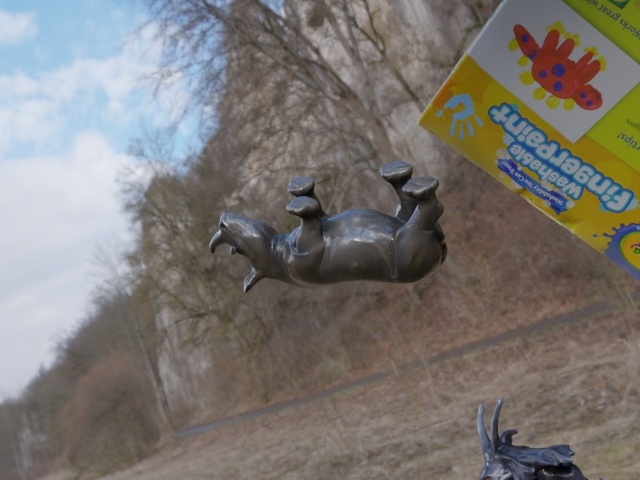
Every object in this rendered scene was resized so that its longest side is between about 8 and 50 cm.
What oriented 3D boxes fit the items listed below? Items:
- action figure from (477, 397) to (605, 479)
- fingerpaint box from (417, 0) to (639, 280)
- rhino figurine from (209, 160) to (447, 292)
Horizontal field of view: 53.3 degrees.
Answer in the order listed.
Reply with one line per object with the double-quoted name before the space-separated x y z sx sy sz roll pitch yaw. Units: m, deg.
"action figure" 0.214 0.285 0.573 0.141 0.276 0.164 -33 -14 -27
"fingerpaint box" 0.422 -0.192 0.847 0.371 0.444 0.163 -56 -2 35
"rhino figurine" 0.000 0.000 0.585 0.243 0.106 0.073 -7 31 23
